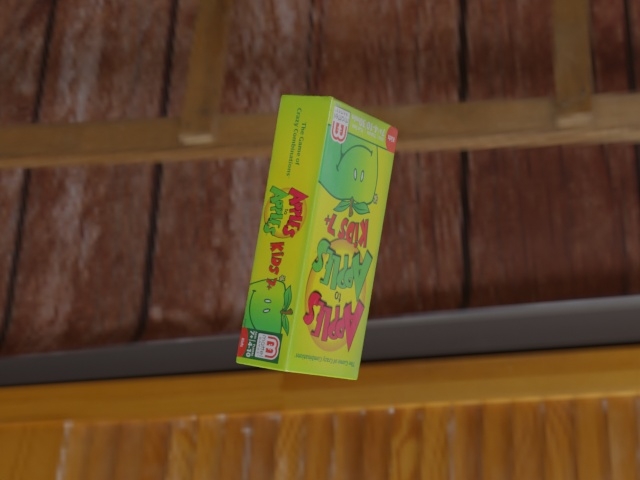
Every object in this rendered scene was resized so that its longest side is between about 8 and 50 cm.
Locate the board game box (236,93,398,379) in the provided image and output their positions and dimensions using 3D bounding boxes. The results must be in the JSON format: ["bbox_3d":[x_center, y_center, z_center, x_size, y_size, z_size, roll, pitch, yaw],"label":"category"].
[{"bbox_3d":[0.000,0.000,0.886,0.092,0.043,0.181,16,82,-57],"label":"board game box"}]
